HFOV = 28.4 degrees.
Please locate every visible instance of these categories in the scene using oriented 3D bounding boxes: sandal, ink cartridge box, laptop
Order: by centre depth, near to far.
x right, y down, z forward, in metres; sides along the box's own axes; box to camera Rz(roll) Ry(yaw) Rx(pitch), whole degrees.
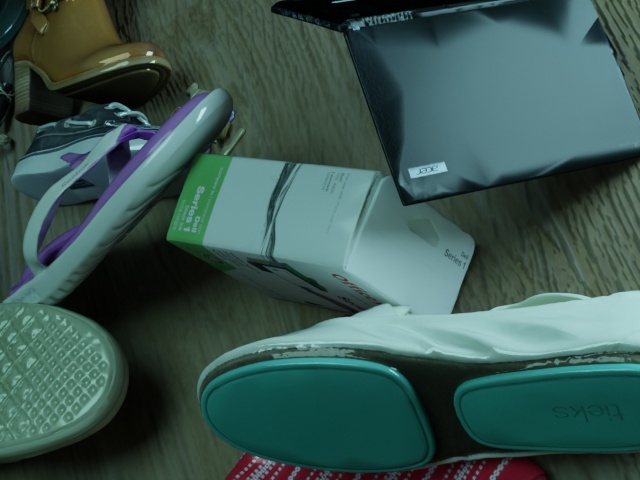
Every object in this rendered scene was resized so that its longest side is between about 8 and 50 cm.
[{"bbox_3d":[0.114,-0.145,1.101,0.264,0.234,0.136,-146,48,-62],"label":"laptop"},{"bbox_3d":[0.000,0.000,1.117,0.219,0.160,0.092,9,74,43],"label":"ink cartridge box"},{"bbox_3d":[-0.236,-0.035,1.263,0.416,0.102,0.169,-40,9,42],"label":"sandal"}]

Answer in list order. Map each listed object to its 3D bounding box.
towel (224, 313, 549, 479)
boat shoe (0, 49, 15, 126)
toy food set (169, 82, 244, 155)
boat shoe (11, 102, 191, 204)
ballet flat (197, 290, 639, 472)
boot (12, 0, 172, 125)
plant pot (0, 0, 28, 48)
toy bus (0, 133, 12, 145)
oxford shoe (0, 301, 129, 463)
[{"bbox_3d":[0.045,0.202,1.058,0.199,0.031,0.275,-54,45,1],"label":"towel"},{"bbox_3d":[-0.418,-0.199,1.661,0.038,0.046,0.125,-22,45,33],"label":"boat shoe"},{"bbox_3d":[-0.136,-0.127,1.401,0.078,0.019,0.122,-54,45,2],"label":"toy food set"},{"bbox_3d":[-0.234,-0.107,1.418,0.301,0.108,0.102,-6,61,47],"label":"boat shoe"},{"bbox_3d":[0.100,0.103,0.989,0.400,0.139,0.139,-6,62,25],"label":"ballet flat"},{"bbox_3d":[-0.275,-0.266,1.517,0.283,0.109,0.220,-10,74,51],"label":"boot"},{"bbox_3d":[-0.509,-0.358,1.689,0.196,0.293,0.293,28,85,19],"label":"plant pot"},{"bbox_3d":[-0.531,-0.093,1.641,0.202,0.191,0.104,21,116,39],"label":"toy bus"},{"bbox_3d":[-0.358,0.171,1.339,0.449,0.130,0.169,-15,55,34],"label":"oxford shoe"}]
